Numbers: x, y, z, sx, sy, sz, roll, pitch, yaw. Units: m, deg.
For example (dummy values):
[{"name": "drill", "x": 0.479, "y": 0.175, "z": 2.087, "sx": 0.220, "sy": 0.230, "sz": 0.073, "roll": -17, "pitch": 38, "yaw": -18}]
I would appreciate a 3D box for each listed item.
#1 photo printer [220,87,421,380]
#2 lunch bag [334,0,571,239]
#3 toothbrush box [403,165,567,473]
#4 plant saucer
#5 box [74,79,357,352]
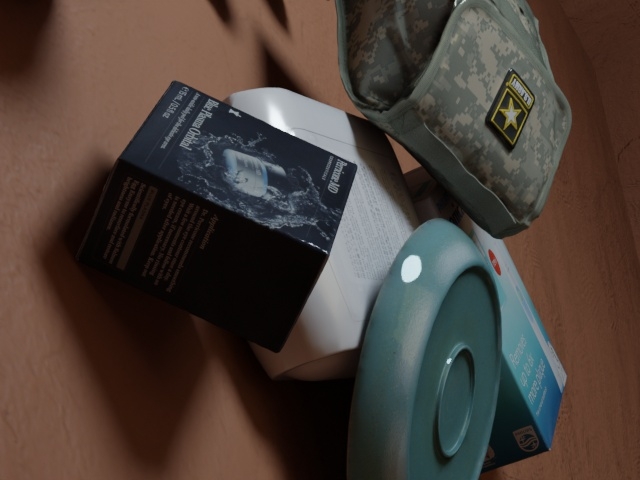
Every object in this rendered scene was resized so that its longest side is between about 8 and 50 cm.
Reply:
[{"name": "photo printer", "x": 0.000, "y": 0.000, "z": 1.256, "sx": 0.307, "sy": 0.107, "sz": 0.256, "roll": 7, "pitch": 63, "yaw": -67}, {"name": "lunch bag", "x": 0.134, "y": -0.166, "z": 1.409, "sx": 0.235, "sy": 0.169, "sz": 0.287, "roll": 41, "pitch": 32, "yaw": -41}, {"name": "toothbrush box", "x": 0.144, "y": 0.077, "z": 1.520, "sx": 0.296, "sy": 0.126, "sz": 0.216, "roll": 63, "pitch": 20, "yaw": -7}, {"name": "plant saucer", "x": 0.104, "y": 0.140, "z": 1.254, "sx": 0.317, "sy": 0.043, "sz": 0.318, "roll": 8, "pitch": 90, "yaw": -67}, {"name": "box", "x": -0.069, "y": -0.022, "z": 1.016, "sx": 0.158, "sy": 0.093, "sz": 0.156, "roll": 25, "pitch": 28, "yaw": -4}]
